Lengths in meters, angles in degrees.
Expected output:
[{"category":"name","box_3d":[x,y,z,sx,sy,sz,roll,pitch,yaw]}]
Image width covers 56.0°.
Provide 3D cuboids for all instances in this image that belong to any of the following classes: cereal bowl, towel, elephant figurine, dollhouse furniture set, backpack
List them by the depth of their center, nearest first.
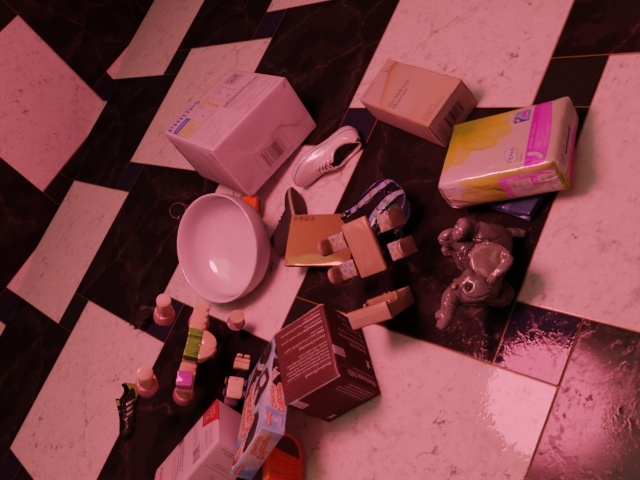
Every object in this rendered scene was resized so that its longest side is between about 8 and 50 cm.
[{"category":"elephant figurine","box_3d":[0.351,0.079,1.311,0.186,0.169,0.239,-42,35,35]},{"category":"towel","box_3d":[0.457,-0.091,1.411,0.119,0.029,0.067,25,79,49]},{"category":"dollhouse furniture set","box_3d":[0.113,0.068,1.443,0.212,0.161,0.242,-23,87,31]},{"category":"backpack","box_3d":[0.164,-0.068,1.600,0.173,0.117,0.158,-49,42,8]},{"category":"cereal bowl","box_3d":[-0.287,0.020,1.895,0.339,0.141,0.339,3,95,32]}]

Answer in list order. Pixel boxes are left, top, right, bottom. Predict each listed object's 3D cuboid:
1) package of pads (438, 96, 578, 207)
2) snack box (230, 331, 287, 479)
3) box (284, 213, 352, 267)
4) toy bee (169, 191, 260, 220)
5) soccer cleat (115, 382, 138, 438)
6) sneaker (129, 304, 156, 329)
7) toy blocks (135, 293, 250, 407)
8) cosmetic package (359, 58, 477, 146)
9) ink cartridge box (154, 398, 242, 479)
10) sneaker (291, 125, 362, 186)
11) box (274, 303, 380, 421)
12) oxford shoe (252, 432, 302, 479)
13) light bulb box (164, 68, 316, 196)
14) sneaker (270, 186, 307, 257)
[{"category":"package of pads","box_3d":[0.440,-0.199,1.419,0.296,0.101,0.229,-9,47,40]},{"category":"snack box","box_3d":[-0.139,0.402,1.494,0.187,0.060,0.322,-59,14,29]},{"category":"box","box_3d":[0.000,0.000,1.728,0.201,0.021,0.164,-1,66,20]},{"category":"toy bee","box_3d":[-0.334,-0.091,2.071,0.298,0.162,0.195,15,67,20]},{"category":"soccer cleat","box_3d":[-0.642,0.555,1.973,0.060,0.072,0.179,-21,52,32]},{"category":"sneaker","box_3d":[-0.623,0.280,2.152,0.170,0.051,0.089,0,65,48]},{"category":"toy blocks","box_3d":[-0.366,0.352,1.784,0.260,0.309,0.289,111,168,-57]},{"category":"cosmetic package","box_3d":[0.273,-0.397,1.716,0.160,0.113,0.309,-55,43,0]},{"category":"ink cartridge box","box_3d":[-0.310,0.589,1.571,0.273,0.114,0.197,-49,19,6]},{"category":"sneaker","box_3d":[0.017,-0.251,1.869,0.258,0.094,0.091,-41,39,14]},{"category":"box","box_3d":[0.012,0.299,1.466,0.167,0.168,0.203,-35,46,21]},{"category":"oxford shoe","box_3d":[-0.124,0.652,1.422,0.132,0.130,0.364,-36,36,45]},{"category":"light bulb box","box_3d":[-0.279,-0.381,2.075,0.358,0.225,0.361,-48,40,-14]},{"category":"sneaker","box_3d":[-0.108,-0.061,1.869,0.118,0.083,0.222,-28,50,25]}]
